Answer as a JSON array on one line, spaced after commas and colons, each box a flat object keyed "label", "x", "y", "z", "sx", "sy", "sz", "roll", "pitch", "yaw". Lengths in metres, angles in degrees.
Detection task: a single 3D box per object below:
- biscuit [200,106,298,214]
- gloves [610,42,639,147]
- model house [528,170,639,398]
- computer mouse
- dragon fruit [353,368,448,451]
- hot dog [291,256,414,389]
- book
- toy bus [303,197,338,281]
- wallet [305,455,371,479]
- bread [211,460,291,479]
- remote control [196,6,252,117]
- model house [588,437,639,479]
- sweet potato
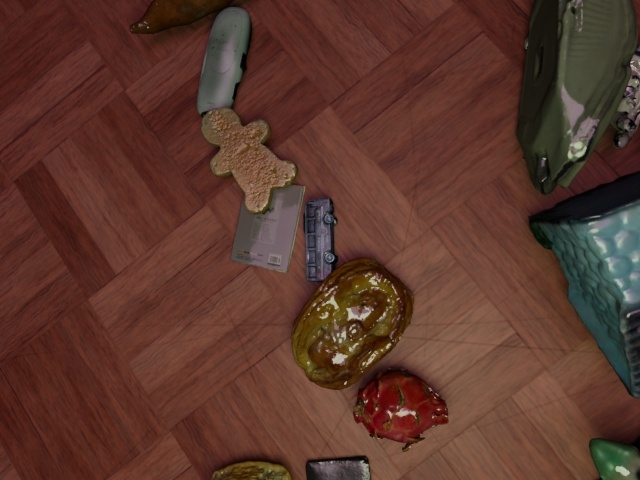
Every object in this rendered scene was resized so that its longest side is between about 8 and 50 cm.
[{"label": "biscuit", "x": -0.155, "y": -0.178, "z": 0.993, "sx": 0.153, "sy": 0.030, "sz": 0.234, "roll": -43, "pitch": 82, "yaw": 0}, {"label": "gloves", "x": 0.565, "y": -0.251, "z": 0.868, "sx": 0.127, "sy": 0.111, "sz": 0.212, "roll": 36, "pitch": 85, "yaw": -19}, {"label": "model house", "x": 0.584, "y": 0.048, "z": 0.754, "sx": 0.360, "sy": 0.297, "sz": 0.339, "roll": -24, "pitch": 88, "yaw": 6}, {"label": "computer mouse", "x": 0.443, "y": -0.291, "z": 0.832, "sx": 0.145, "sy": 0.228, "sz": 0.429, "roll": 7, "pitch": 84, "yaw": 4}, {"label": "dragon fruit", "x": 0.143, "y": 0.293, "z": 0.865, "sx": 0.165, "sy": 0.133, "sz": 0.136, "roll": -2, "pitch": 125, "yaw": 10}, {"label": "hot dog", "x": 0.051, "y": 0.158, "z": 0.896, "sx": 0.175, "sy": 0.114, "sz": 0.259, "roll": 39, "pitch": 90, "yaw": 9}, {"label": "book", "x": -0.110, "y": -0.034, "z": 0.995, "sx": 0.127, "sy": 0.014, "sz": 0.182, "roll": 10, "pitch": 85, "yaw": 10}, {"label": "toy bus", "x": 0.000, "y": 0.000, "z": 0.958, "sx": 0.065, "sy": 0.047, "sz": 0.166, "roll": -3, "pitch": 83, "yaw": 12}, {"label": "wallet", "x": 0.044, "y": 0.534, "z": 0.899, "sx": 0.124, "sy": 0.025, "sz": 0.244, "roll": -8, "pitch": 83, "yaw": 8}, {"label": "bread", "x": -0.124, "y": 0.536, "z": 0.877, "sx": 0.174, "sy": 0.121, "sz": 0.246, "roll": -11, "pitch": 86, "yaw": 16}, {"label": "remote control", "x": -0.207, "y": -0.382, "z": 1.036, "sx": 0.097, "sy": 0.045, "sz": 0.256, "roll": 10, "pitch": 88, "yaw": 10}, {"label": "model house", "x": 0.543, "y": 0.392, "z": 0.704, "sx": 0.243, "sy": 0.298, "sz": 0.284, "roll": -50, "pitch": 42, "yaw": -1}, {"label": "sweet potato", "x": -0.252, "y": -0.537, "z": 1.030, "sx": 0.359, "sy": 0.112, "sz": 0.112, "roll": -28, "pitch": 80, "yaw": 3}]
